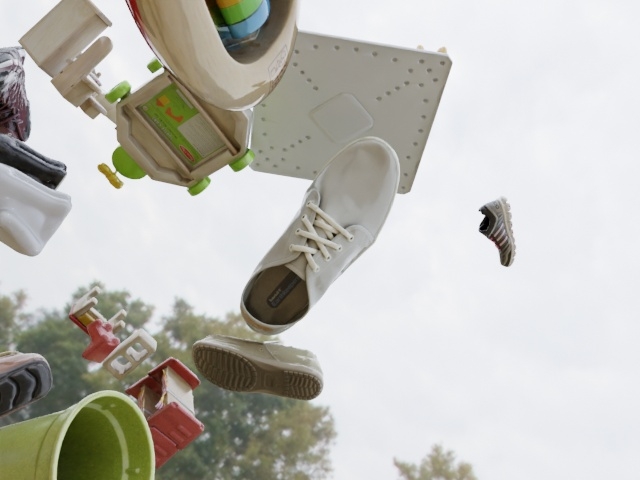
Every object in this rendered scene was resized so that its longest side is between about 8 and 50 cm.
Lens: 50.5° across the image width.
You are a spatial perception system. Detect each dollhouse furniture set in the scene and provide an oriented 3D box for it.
[{"bbox_3d":[-0.442,0.311,1.542,0.374,0.152,0.201,49,6,-24],"label":"dollhouse furniture set"},{"bbox_3d":[-0.475,-0.374,1.546,0.303,0.174,0.355,47,1,27],"label":"dollhouse furniture set"}]

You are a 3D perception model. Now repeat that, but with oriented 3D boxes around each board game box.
[{"bbox_3d":[0.049,-0.280,1.490,0.390,0.050,0.389,9,-41,-2],"label":"board game box"}]

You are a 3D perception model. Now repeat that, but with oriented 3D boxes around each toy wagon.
[{"bbox_3d":[-0.307,-0.214,1.364,0.345,0.068,0.267,-26,-63,26],"label":"toy wagon"}]

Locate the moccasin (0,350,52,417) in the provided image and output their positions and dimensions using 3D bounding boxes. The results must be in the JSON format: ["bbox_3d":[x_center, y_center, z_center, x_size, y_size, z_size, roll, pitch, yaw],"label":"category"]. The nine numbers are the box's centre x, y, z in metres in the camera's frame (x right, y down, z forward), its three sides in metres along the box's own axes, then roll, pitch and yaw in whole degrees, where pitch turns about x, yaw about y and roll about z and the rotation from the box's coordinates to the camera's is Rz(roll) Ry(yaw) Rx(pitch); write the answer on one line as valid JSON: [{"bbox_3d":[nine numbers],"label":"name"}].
[{"bbox_3d":[-0.722,0.304,1.307,0.147,0.380,0.139,10,-65,39],"label":"moccasin"}]

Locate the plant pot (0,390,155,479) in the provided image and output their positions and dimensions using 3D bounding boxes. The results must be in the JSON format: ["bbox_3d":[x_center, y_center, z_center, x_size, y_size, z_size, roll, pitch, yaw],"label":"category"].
[{"bbox_3d":[-0.492,0.427,1.248,0.254,0.276,0.276,-11,-62,19],"label":"plant pot"}]

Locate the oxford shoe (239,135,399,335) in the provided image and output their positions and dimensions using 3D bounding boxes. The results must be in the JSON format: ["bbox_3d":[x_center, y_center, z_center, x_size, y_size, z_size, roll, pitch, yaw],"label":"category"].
[{"bbox_3d":[0.000,0.000,1.289,0.169,0.449,0.130,37,4,4],"label":"oxford shoe"}]

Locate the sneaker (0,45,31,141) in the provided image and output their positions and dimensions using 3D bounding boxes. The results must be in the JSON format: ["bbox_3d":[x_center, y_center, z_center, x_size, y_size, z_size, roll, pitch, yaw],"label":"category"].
[{"bbox_3d":[-0.488,-0.205,1.029,0.281,0.107,0.162,-117,-158,-69],"label":"sneaker"}]

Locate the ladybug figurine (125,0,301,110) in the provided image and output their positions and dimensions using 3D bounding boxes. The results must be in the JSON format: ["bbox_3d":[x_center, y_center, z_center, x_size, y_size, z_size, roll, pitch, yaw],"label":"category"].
[{"bbox_3d":[-0.155,-0.366,0.922,0.162,0.305,0.449,21,-27,22],"label":"ladybug figurine"}]

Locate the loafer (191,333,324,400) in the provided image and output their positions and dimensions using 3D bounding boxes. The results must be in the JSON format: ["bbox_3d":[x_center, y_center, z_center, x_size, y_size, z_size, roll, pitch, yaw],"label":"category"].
[{"bbox_3d":[-0.120,0.244,1.341,0.269,0.092,0.101,15,-64,4],"label":"loafer"}]

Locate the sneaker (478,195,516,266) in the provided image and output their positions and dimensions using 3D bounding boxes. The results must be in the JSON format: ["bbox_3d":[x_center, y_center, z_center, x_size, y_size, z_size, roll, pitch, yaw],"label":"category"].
[{"bbox_3d":[0.396,-0.015,1.542,0.063,0.075,0.170,-101,178,-69],"label":"sneaker"}]

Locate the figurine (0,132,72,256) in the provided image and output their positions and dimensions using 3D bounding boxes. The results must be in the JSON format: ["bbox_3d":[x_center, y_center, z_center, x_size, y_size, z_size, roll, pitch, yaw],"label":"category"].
[{"bbox_3d":[-0.421,-0.092,0.827,0.209,0.092,0.215,38,4,-32],"label":"figurine"}]
